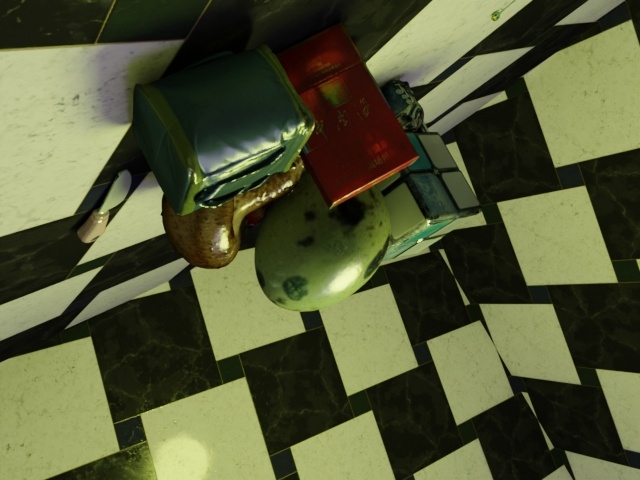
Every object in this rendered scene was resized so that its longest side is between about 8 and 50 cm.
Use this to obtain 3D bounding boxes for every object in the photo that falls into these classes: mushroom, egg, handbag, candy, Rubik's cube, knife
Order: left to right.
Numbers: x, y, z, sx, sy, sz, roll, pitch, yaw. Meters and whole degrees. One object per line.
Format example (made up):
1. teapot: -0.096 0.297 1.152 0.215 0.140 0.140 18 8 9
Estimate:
1. knife: -0.515 -0.084 1.288 0.336 0.043 0.081 -35 180 42
2. handbag: -0.178 -0.190 0.917 0.241 0.222 0.263 -29 174 -25
3. mushroom: -0.214 -0.096 1.310 0.356 0.334 0.331 0 177 -22
4. egg: 0.000 0.000 1.441 0.428 0.345 0.345 -53 180 -7
5. Rubik's cube: 0.254 -0.134 1.659 0.318 0.316 0.313 -9 158 -45
6. candy: 0.543 -0.684 1.556 0.083 0.025 0.023 -39 -157 15

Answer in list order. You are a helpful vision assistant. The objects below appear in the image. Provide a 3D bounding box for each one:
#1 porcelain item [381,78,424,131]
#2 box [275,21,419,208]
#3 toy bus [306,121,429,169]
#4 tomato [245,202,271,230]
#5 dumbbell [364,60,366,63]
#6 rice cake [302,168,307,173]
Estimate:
1. porcelain item: 0.181 -0.394 1.638 0.288 0.186 0.138 -17 174 -10
2. box: 0.030 -0.248 1.051 0.197 0.313 0.089 -29 177 -5
3. toy bus: 0.161 -0.332 1.942 0.440 0.209 0.249 -30 177 0
4. tomato: -0.257 -0.139 1.632 0.335 0.176 0.289 -31 -162 17
5. dumbbell: -0.033 -0.323 1.180 0.302 0.108 0.121 -29 177 -14
6. rice cake: -0.058 -0.213 1.833 0.038 0.211 0.124 -34 175 13
